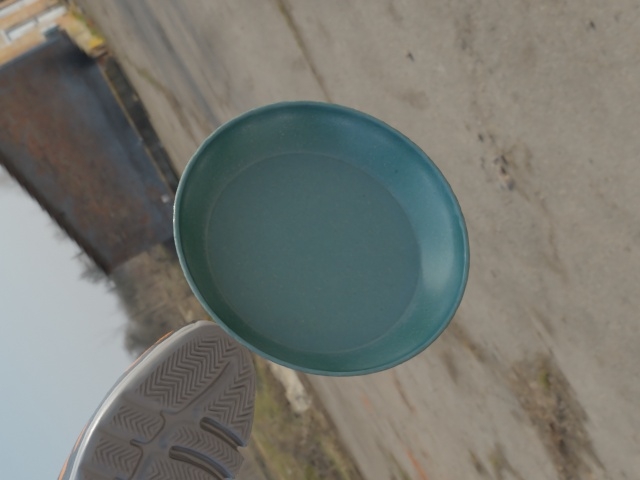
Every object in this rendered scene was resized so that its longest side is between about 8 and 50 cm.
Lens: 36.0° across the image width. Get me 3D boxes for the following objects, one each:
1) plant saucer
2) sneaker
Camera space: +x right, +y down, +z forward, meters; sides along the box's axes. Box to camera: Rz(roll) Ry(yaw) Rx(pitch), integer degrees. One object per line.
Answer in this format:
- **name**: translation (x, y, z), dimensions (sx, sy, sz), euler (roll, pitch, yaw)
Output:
- **plant saucer**: translation (0.000, 0.000, 0.391), dimensions (0.119, 0.119, 0.021), euler (58, 154, 15)
- **sneaker**: translation (-0.182, 0.190, 0.712), dimensions (0.124, 0.321, 0.180), euler (43, 159, -32)
